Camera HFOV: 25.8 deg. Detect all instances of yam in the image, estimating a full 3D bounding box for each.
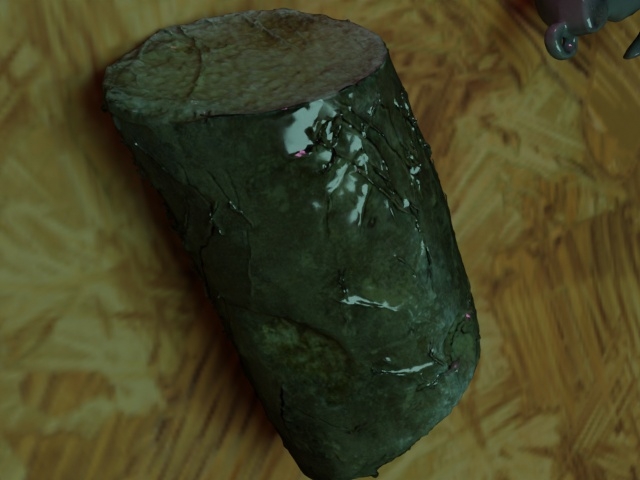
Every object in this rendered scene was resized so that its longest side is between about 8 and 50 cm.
[{"bbox_3d":[0.000,0.000,0.536,0.107,0.107,0.183,-38,120,-30],"label":"yam"}]

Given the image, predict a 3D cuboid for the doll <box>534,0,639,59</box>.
[{"bbox_3d":[0.140,-0.165,0.655,0.104,0.062,0.194,52,55,-51],"label":"doll"}]
